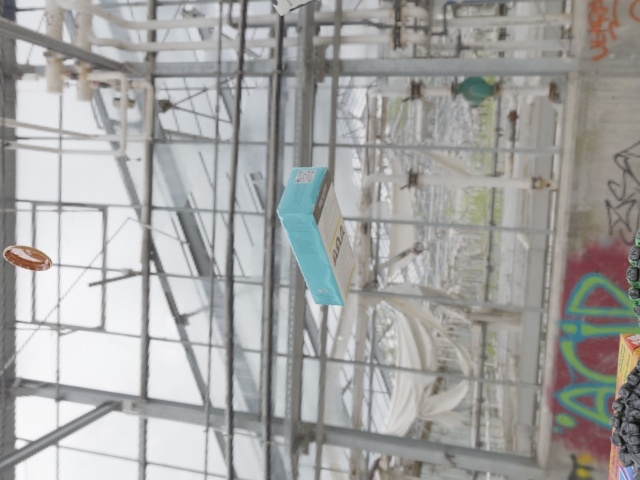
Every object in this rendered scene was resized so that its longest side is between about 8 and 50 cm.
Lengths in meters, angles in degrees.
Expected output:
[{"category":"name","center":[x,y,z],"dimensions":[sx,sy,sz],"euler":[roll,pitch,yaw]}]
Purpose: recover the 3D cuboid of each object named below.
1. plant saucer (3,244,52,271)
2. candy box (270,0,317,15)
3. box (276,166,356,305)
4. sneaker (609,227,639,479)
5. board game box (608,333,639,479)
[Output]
[{"category":"plant saucer","center":[-0.533,0.031,1.116],"dimensions":[0.083,0.084,0.013],"euler":[70,-159,-55]},{"category":"candy box","center":[-0.063,-0.411,0.714],"dimensions":[0.159,0.071,0.233],"euler":[37,-139,-60]},{"category":"box","center":[0.000,0.000,1.014],"dimensions":[0.244,0.060,0.100],"euler":[71,-152,-46]},{"category":"sneaker","center":[0.411,0.090,0.654],"dimensions":[0.147,0.134,0.343],"euler":[3,-79,-37]},{"category":"board game box","center":[0.668,0.378,0.909],"dimensions":[0.356,0.357,0.355],"euler":[-56,-36,-69]}]
